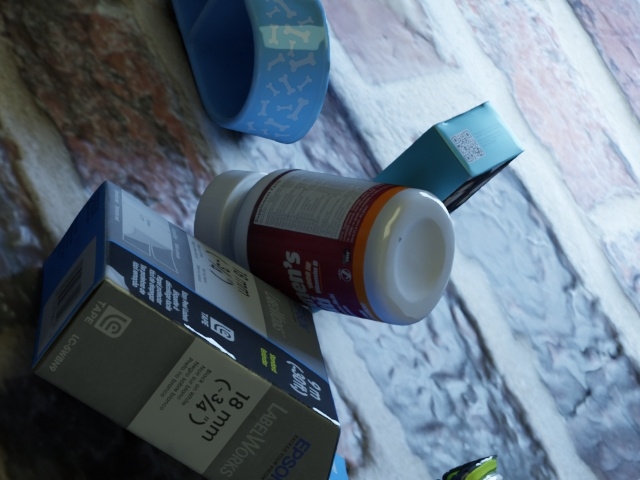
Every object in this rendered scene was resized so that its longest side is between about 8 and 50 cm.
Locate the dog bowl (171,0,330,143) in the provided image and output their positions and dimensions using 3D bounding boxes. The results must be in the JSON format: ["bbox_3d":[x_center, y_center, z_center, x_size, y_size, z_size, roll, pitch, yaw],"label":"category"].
[{"bbox_3d":[-0.080,-0.234,1.817,0.074,0.166,0.297,-2,60,-30],"label":"dog bowl"}]

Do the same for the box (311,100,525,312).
[{"bbox_3d":[0.075,-0.030,1.719,0.100,0.244,0.060,-26,78,-49],"label":"box"}]

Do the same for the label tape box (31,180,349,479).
[{"bbox_3d":[-0.069,0.111,1.511,0.333,0.106,0.241,34,13,-17],"label":"label tape box"}]

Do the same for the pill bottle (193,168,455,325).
[{"bbox_3d":[0.000,0.000,1.638,0.121,0.221,0.121,-16,110,-49],"label":"pill bottle"}]

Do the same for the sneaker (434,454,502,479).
[{"bbox_3d":[0.097,0.296,1.588,0.300,0.111,0.121,-33,87,-47],"label":"sneaker"}]
